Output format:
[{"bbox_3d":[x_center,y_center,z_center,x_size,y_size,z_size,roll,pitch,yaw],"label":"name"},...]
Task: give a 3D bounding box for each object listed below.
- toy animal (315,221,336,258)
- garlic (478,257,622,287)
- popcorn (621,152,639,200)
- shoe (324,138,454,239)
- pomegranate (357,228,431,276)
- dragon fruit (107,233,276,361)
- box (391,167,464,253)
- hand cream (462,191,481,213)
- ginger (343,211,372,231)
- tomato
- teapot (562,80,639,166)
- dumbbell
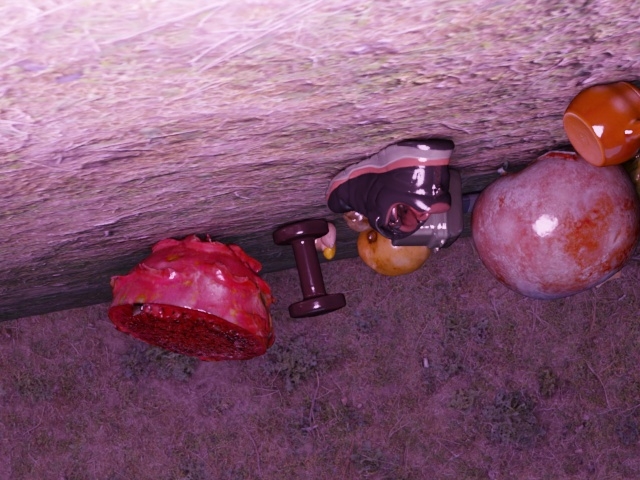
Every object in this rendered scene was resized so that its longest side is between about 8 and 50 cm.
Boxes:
[{"bbox_3d":[0.000,0.000,2.056,0.082,0.091,0.114,4,176,1],"label":"toy animal"},{"bbox_3d":[0.576,-0.055,1.993,0.339,0.246,0.231,13,-157,1],"label":"garlic"},{"bbox_3d":[0.710,-0.111,1.717,0.251,0.206,0.237,1,-173,-4],"label":"popcorn"},{"bbox_3d":[0.115,-0.069,1.286,0.114,0.137,0.291,-6,174,-30],"label":"shoe"},{"bbox_3d":[0.191,0.006,1.988,0.196,0.196,0.196,-10,174,-1],"label":"pomegranate"},{"bbox_3d":[-0.278,0.121,1.827,0.386,0.249,0.371,0,152,25],"label":"dragon fruit"},{"bbox_3d":[0.198,-0.056,1.558,0.129,0.148,0.210,-3,172,2],"label":"box"},{"bbox_3d":[0.381,-0.095,2.001,0.255,0.048,0.079,-11,180,-25],"label":"hand cream"},{"bbox_3d":[0.141,-0.063,1.706,0.204,0.080,0.104,-9,142,-18],"label":"ginger"},{"bbox_3d":[0.441,-0.038,1.538,0.316,0.283,0.317,-22,175,-2],"label":"tomato"},{"bbox_3d":[0.390,-0.164,1.084,0.116,0.116,0.173,-9,-159,-14],"label":"teapot"},{"bbox_3d":[-0.027,0.068,1.929,0.140,0.226,0.124,-8,171,-40],"label":"dumbbell"}]
